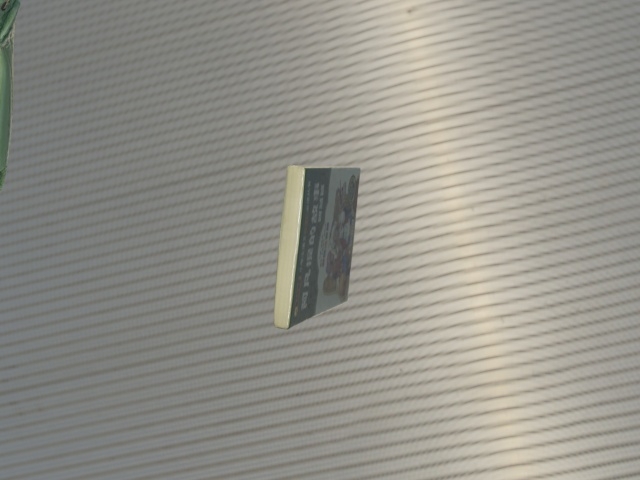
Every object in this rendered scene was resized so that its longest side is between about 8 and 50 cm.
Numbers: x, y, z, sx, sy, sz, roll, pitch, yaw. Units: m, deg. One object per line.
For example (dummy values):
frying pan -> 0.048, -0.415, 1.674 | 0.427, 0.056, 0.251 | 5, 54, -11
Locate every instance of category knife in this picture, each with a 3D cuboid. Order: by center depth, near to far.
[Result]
knife -> -0.234, -0.149, 0.710 | 0.020, 0.293, 0.043 | 16, 33, -1

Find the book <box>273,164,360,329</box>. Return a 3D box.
book -> 0.000, 0.000, 1.296 | 0.027, 0.264, 0.202 | 8, 96, 17
